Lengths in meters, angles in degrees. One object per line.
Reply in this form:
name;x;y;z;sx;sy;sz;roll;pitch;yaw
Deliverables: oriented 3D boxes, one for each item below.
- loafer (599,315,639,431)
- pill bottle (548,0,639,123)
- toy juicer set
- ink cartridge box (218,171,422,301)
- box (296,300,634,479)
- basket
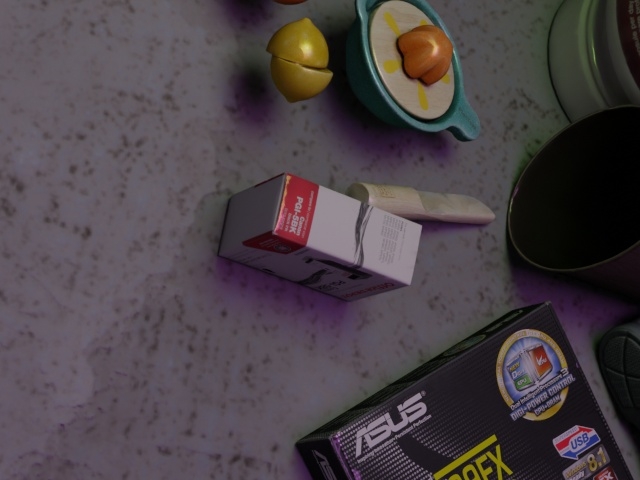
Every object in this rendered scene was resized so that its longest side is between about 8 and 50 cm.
loafer;0.354;0.193;1.465;0.084;0.096;0.268;-22;89;-39
pill bottle;0.401;-0.207;1.401;0.224;0.392;0.224;8;75;-31
toy juicer set;0.055;-0.143;1.330;0.209;0.089;0.329;-29;97;-50
ink cartridge box;0.000;0.000;1.284;0.135;0.099;0.056;20;70;-26
box;0.137;0.206;1.346;0.270;0.060;0.216;-27;94;-33
basket;0.324;-0.009;1.447;0.227;0.204;0.154;24;60;-36
